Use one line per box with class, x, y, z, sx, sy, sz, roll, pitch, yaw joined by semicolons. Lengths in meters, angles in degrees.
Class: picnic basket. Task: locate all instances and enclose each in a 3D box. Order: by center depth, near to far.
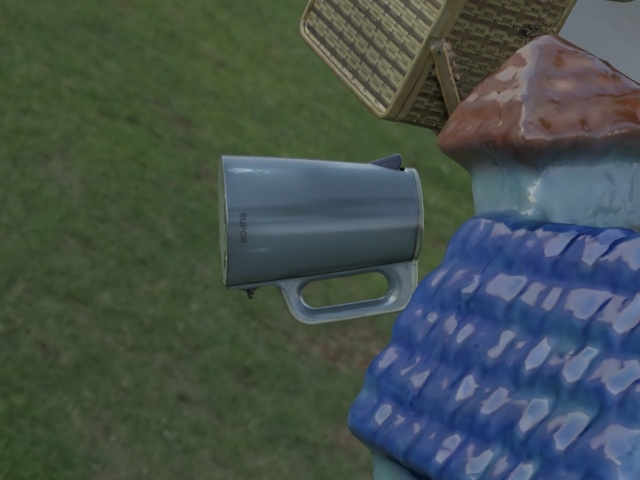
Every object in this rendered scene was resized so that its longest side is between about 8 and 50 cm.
picnic basket;0.069;-0.142;0.783;0.079;0.164;0.115;10;28;-35

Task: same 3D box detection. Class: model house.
model house;0.168;0.079;0.578;0.294;0.329;0.251;-4;2;-21

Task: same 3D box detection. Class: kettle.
kettle;0.000;0.000;1.817;0.243;0.211;0.160;-1;4;-7

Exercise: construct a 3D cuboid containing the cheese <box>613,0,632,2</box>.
cheese;0.227;-0.264;0.994;0.326;0.115;0.318;4;-14;23
